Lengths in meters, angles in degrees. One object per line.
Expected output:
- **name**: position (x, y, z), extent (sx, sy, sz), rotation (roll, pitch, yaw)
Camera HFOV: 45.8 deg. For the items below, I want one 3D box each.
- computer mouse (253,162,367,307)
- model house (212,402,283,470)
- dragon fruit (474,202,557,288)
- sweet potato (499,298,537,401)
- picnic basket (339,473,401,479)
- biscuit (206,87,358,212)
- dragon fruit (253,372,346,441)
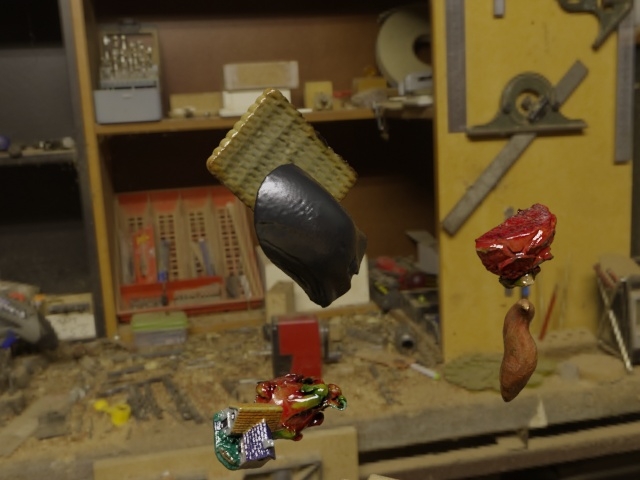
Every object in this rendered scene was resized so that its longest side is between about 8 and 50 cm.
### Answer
- **computer mouse**: position (0.000, 0.000, 1.151), extent (0.088, 0.147, 0.264), rotation (13, -24, 37)
- **model house**: position (-0.117, 0.318, 1.249), extent (0.087, 0.101, 0.100), rotation (9, -33, -31)
- **dragon fruit**: position (0.318, 0.017, 1.148), extent (0.162, 0.106, 0.083), rotation (-28, 24, -38)
- **sweet potato**: position (0.309, 0.176, 1.178), extent (0.058, 0.202, 0.055), rotation (6, 27, 12)
- **picnic basket**: position (0.189, 0.560, 1.460), extent (0.312, 0.175, 0.228), rotation (18, -17, -25)
- **biscuit**: position (-0.057, -0.112, 1.242), extent (0.254, 0.172, 0.029), rotation (44, -8, -39)
- **dragon fruit**: position (-0.043, 0.292, 1.369), extent (0.175, 0.138, 0.142), rotation (-18, 37, 21)
